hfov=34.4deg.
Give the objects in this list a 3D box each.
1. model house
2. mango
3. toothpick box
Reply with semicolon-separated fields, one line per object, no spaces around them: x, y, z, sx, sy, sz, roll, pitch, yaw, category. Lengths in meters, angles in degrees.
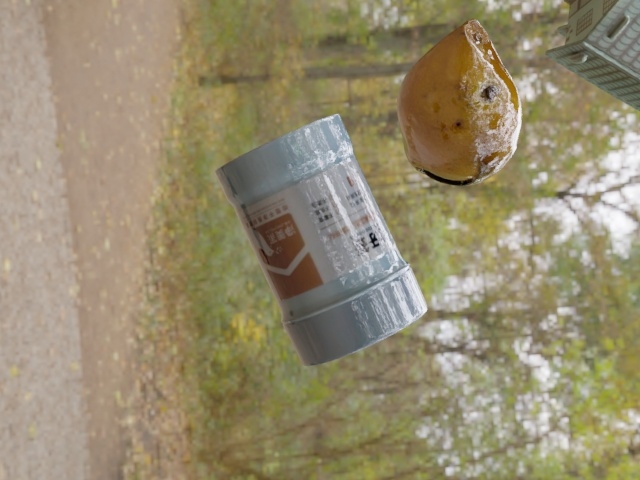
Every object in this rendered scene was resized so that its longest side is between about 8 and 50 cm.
0.438;-0.285;1.349;0.198;0.224;0.215;-34;-146;55;model house
0.168;-0.149;1.299;0.166;0.136;0.236;55;-14;7;mango
0.000;0.000;0.735;0.101;0.101;0.153;-97;161;-87;toothpick box
